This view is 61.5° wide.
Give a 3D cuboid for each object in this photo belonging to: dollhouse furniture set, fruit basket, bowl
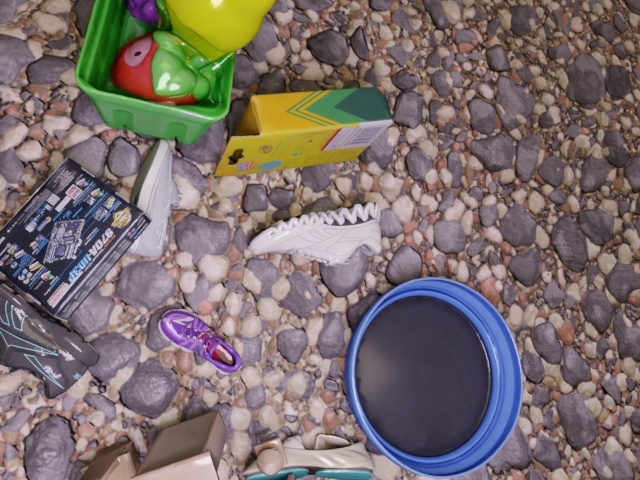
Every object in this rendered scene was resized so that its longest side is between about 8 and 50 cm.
[{"bbox_3d":[-0.175,0.474,0.821,0.303,0.174,0.355,-17,93,-3],"label":"dollhouse furniture set"},{"bbox_3d":[-0.238,-0.386,0.922,0.283,0.392,0.392,10,73,-17],"label":"fruit basket"},{"bbox_3d":[0.231,0.272,1.101,0.391,0.077,0.391,5,75,-19],"label":"bowl"}]

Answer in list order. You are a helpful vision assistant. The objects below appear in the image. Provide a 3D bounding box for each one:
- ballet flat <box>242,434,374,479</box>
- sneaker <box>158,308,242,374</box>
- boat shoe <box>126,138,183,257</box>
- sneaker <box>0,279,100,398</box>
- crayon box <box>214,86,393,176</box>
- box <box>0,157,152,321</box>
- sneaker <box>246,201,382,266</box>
[{"bbox_3d":[-0.021,0.397,0.984,0.248,0.086,0.086,9,74,-20],"label":"ballet flat"},{"bbox_3d":[-0.209,0.178,0.966,0.170,0.071,0.068,34,68,-9],"label":"sneaker"},{"bbox_3d":[-0.304,-0.076,1.001,0.081,0.079,0.227,22,68,-34],"label":"boat shoe"},{"bbox_3d":[-0.490,0.143,0.857,0.267,0.101,0.106,39,69,-7],"label":"sneaker"},{"bbox_3d":[-0.046,-0.210,1.052,0.319,0.202,0.081,-11,80,-23],"label":"crayon box"},{"bbox_3d":[-0.423,-0.005,0.900,0.175,0.051,0.220,34,77,10],"label":"box"},{"bbox_3d":[0.000,0.000,1.075,0.292,0.110,0.118,-11,90,-22],"label":"sneaker"}]
